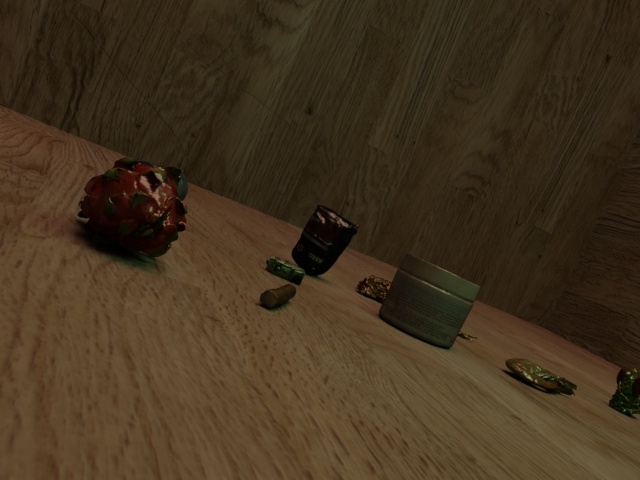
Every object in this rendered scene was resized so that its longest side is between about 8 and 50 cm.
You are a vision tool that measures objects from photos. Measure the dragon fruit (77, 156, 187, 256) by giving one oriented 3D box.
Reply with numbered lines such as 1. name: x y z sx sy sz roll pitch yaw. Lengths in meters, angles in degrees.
1. dragon fruit: -0.281 -0.048 0.939 0.137 0.135 0.236 14 -9 -33

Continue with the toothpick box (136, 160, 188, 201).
1. toothpick box: -0.398 -0.136 1.547 0.101 0.101 0.153 25 4 11

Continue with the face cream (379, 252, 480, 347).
1. face cream: 0.232 0.129 1.372 0.177 0.152 0.177 26 4 -2

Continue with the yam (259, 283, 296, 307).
1. yam: -0.065 0.088 1.024 0.032 0.032 0.145 24 5 8

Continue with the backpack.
1. backpack: 0.002 0.003 1.552 0.120 0.165 0.106 30 -1 25

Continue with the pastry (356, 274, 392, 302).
1. pastry: 0.178 0.133 1.630 0.170 0.063 0.087 25 6 -1

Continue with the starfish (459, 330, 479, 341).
1. starfish: 0.365 0.240 1.650 0.092 0.016 0.086 19 5 2

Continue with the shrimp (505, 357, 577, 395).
1. shrimp: 0.482 0.298 1.376 0.180 0.041 0.099 23 5 -15

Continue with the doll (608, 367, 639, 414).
1. doll: 0.740 0.368 1.548 0.077 0.113 0.078 -16 21 -19

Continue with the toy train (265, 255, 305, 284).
1. toy train: -0.073 0.061 1.327 0.083 0.033 0.053 23 7 -12
